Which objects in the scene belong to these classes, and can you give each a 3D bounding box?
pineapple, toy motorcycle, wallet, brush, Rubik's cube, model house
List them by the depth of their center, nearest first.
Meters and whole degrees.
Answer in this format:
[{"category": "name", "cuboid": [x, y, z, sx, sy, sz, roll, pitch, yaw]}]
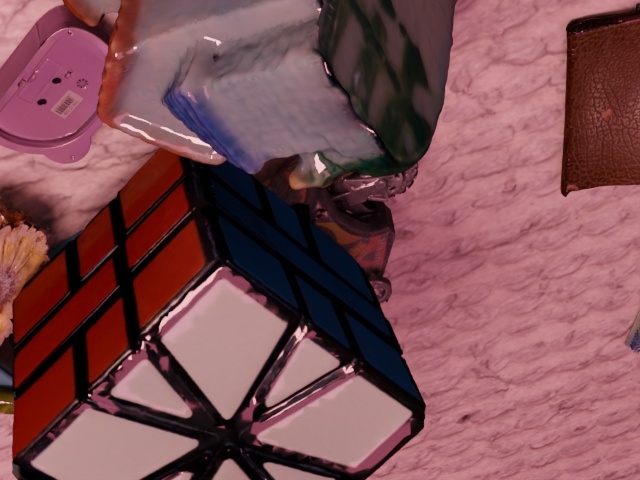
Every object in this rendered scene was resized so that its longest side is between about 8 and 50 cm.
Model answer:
[{"category": "model house", "cuboid": [-0.082, -0.180, 1.055, 0.329, 0.294, 0.251, -6, 146, 24]}, {"category": "Rubik's cube", "cuboid": [-0.110, 0.113, 1.180, 0.293, 0.283, 0.288, -41, 122, 14]}, {"category": "pineapple", "cuboid": [-0.377, 0.018, 1.246, 0.161, 0.137, 0.176, -48, 154, -27]}, {"category": "toy motorcycle", "cuboid": [0.000, 0.000, 1.370, 0.173, 0.108, 0.307, 6, 131, -12]}, {"category": "wallet", "cuboid": [0.338, -0.156, 1.377, 0.133, 0.039, 0.243, -10, 135, 0]}, {"category": "brush", "cuboid": [0.455, 0.089, 1.652, 0.033, 0.030, 0.178, 3, 132, -8]}]

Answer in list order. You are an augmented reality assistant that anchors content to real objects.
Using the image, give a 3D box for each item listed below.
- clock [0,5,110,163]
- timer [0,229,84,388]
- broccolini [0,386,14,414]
[{"category": "clock", "cuboid": [-0.250, -0.149, 1.177, 0.110, 0.050, 0.153, 27, 119, -36]}, {"category": "timer", "cuboid": [-0.278, 0.124, 1.401, 0.250, 0.091, 0.232, -30, 135, 14]}, {"category": "broccolini", "cuboid": [-0.405, 0.192, 1.384, 0.392, 0.074, 0.079, 1, 148, -3]}]
